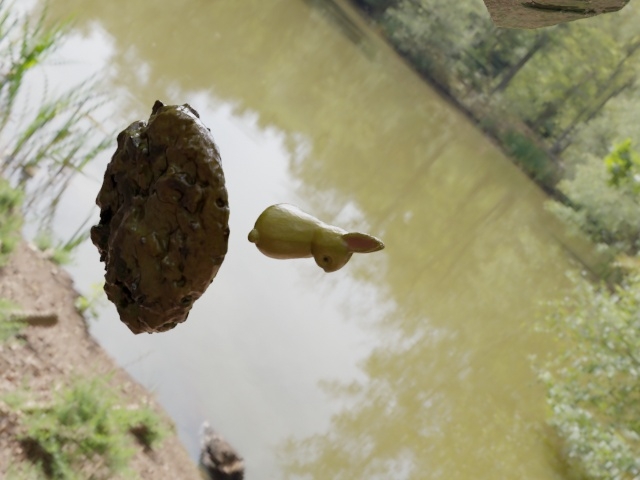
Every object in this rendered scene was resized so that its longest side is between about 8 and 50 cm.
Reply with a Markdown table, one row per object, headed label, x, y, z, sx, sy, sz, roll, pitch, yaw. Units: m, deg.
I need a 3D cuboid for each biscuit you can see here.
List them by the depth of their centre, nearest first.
| label | x | y | z | sx | sy | sz | roll | pitch | yaw |
| --- | --- | --- | --- | --- | --- | --- | --- | --- | --- |
| biscuit | -0.231 | -0.029 | 1.290 | 0.081 | 0.334 | 0.289 | 0 | 47 | -37 |

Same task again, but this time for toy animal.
| label | x | y | z | sx | sy | sz | roll | pitch | yaw |
| --- | --- | --- | --- | --- | --- | --- | --- | --- | --- |
| toy animal | -0.002 | 0.002 | 1.155 | 0.159 | 0.070 | 0.083 | 13 | 16 | 24 |

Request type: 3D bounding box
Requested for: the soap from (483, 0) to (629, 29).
| label | x | y | z | sx | sy | sz | roll | pitch | yaw |
| --- | --- | --- | --- | --- | --- | --- | --- | --- | --- |
| soap | 0.386 | -0.481 | 1.476 | 0.262 | 0.156 | 0.446 | 5 | -11 | 2 |
